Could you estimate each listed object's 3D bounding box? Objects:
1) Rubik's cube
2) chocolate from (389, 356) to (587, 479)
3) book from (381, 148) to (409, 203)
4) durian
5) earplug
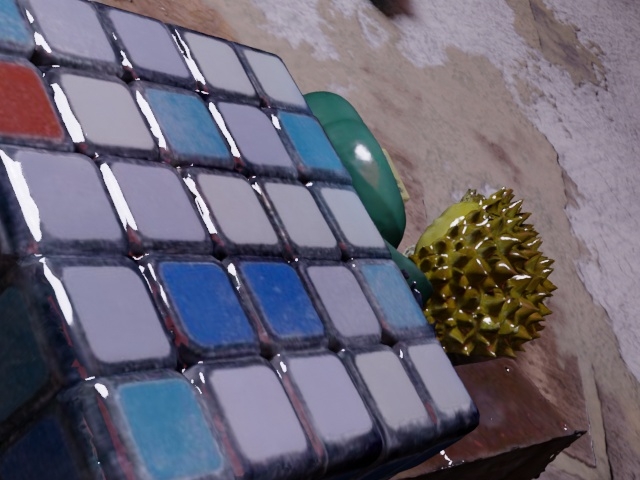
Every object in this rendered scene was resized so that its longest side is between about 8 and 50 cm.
[{"bbox_3d":[-0.138,0.063,0.541,0.293,0.287,0.292,-2,57,-56],"label":"Rubik's cube"},{"bbox_3d":[0.094,0.179,0.852,0.321,0.112,0.112,0,48,-43],"label":"chocolate"},{"bbox_3d":[0.049,-0.079,1.107,0.111,0.014,0.077,4,53,-43],"label":"book"},{"bbox_3d":[0.165,0.030,1.030,0.306,0.166,0.172,-49,121,-54],"label":"durian"},{"bbox_3d":[-0.007,-0.004,0.867,0.280,0.257,0.164,-61,140,-17],"label":"earplug"}]
